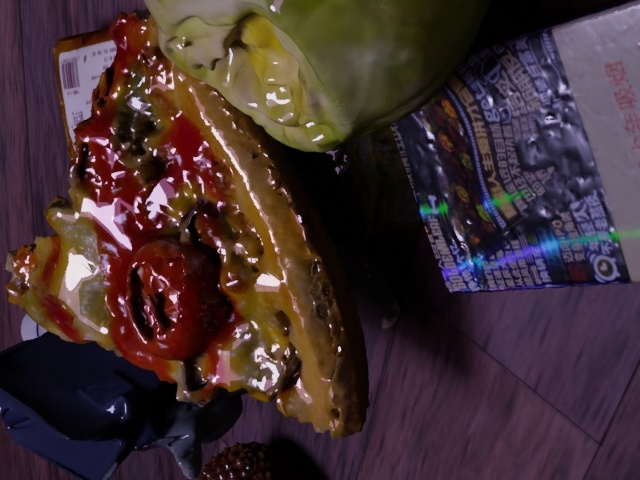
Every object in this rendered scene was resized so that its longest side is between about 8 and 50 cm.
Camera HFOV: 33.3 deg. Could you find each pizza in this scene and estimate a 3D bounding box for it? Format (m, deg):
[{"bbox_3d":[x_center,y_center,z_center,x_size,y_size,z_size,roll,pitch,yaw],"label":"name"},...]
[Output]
[{"bbox_3d":[-0.173,0.030,1.045,0.406,0.130,0.440,-23,94,33],"label":"pizza"}]

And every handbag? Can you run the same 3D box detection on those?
[{"bbox_3d":[-0.180,0.147,1.208,0.269,0.326,0.118,17,129,47],"label":"handbag"}]

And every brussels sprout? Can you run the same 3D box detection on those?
[{"bbox_3d":[-0.021,-0.230,0.782,0.344,0.268,0.344,-11,75,47],"label":"brussels sprout"}]

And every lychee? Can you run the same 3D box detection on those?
[{"bbox_3d":[-0.087,0.345,1.359,0.188,0.188,0.188,31,134,38],"label":"lychee"}]

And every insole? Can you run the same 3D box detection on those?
[{"bbox_3d":[0.000,0.000,1.156,0.248,0.011,0.081,50,141,20],"label":"insole"}]

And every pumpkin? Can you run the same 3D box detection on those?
[{"bbox_3d":[-0.010,-0.116,1.012,0.163,0.111,0.278,-32,85,51],"label":"pumpkin"}]

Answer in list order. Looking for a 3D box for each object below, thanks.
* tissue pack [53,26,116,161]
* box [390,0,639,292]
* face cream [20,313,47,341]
[{"bbox_3d":[-0.226,-0.161,1.253,0.226,0.092,0.183,3,105,51],"label":"tissue pack"},{"bbox_3d":[0.194,-0.067,0.796,0.310,0.084,0.198,-7,107,54],"label":"box"},{"bbox_3d":[-0.343,0.132,1.640,0.314,0.089,0.143,-7,107,42],"label":"face cream"}]
